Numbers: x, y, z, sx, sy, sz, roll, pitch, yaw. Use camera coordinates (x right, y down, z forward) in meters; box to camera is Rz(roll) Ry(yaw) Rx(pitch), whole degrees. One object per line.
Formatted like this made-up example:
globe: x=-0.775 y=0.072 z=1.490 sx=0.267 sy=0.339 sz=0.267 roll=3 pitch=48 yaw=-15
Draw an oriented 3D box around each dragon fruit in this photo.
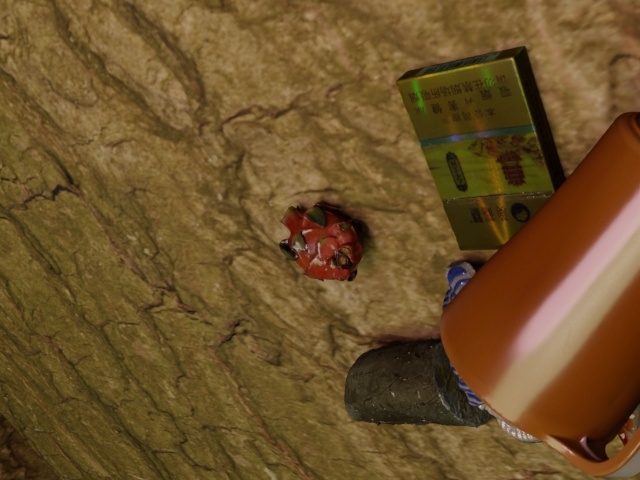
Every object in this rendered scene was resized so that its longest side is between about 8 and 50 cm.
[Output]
dragon fruit: x=-0.002 y=0.001 z=0.899 sx=0.116 sy=0.086 sz=0.081 roll=24 pitch=175 yaw=32

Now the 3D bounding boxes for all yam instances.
yam: x=0.108 y=0.172 z=0.943 sx=0.183 sy=0.107 sz=0.107 roll=-16 pitch=113 yaw=47

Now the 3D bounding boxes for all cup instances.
cup: x=0.234 y=0.049 z=0.637 sx=0.182 sy=0.226 sz=0.264 roll=11 pitch=126 yaw=-25

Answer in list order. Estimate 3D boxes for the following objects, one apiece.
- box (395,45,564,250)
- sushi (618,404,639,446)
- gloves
box: x=0.158 y=-0.077 z=0.742 sx=0.121 sy=0.030 sz=0.193 roll=-3 pitch=121 yaw=40
sushi: x=0.388 y=0.215 z=0.736 sx=0.332 sy=0.124 sz=0.130 roll=52 pitch=146 yaw=-8
gloves: x=0.194 y=0.118 z=0.844 sx=0.119 sy=0.097 sz=0.229 roll=-28 pitch=101 yaw=17
